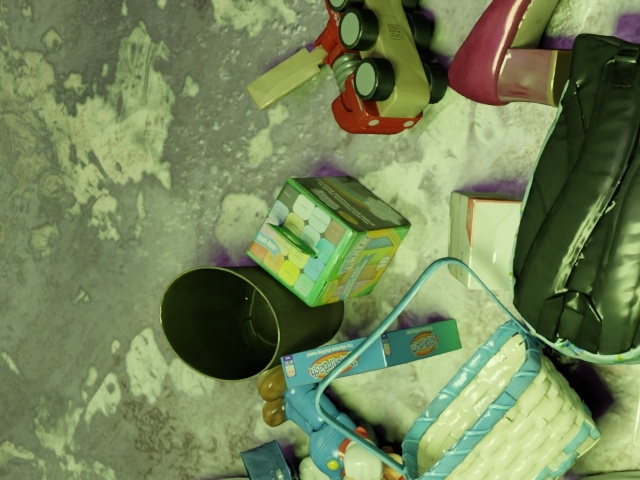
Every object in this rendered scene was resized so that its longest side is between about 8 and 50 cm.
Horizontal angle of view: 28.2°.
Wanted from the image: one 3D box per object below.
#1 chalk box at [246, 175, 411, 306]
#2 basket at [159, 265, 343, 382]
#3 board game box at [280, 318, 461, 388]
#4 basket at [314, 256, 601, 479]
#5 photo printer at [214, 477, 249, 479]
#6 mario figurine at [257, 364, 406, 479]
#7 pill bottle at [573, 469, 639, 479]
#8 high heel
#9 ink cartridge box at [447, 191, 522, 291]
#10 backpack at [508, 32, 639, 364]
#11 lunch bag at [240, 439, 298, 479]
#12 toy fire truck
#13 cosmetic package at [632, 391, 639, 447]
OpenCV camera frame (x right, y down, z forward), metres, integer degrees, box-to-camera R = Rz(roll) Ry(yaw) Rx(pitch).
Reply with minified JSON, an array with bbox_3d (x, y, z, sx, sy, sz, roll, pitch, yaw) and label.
[{"bbox_3d":[0.000,0.000,1.757,0.132,0.213,0.132,40,114,24],"label":"chalk box"},{"bbox_3d":[-0.080,0.105,1.810,0.204,0.227,0.154,13,101,30],"label":"basket"},{"bbox_3d":[0.072,0.152,1.726,0.160,0.210,0.047,-16,84,33],"label":"board game box"},{"bbox_3d":[0.170,0.198,1.557,0.289,0.201,0.255,42,98,-13],"label":"basket"},{"bbox_3d":[-0.109,0.513,1.916,0.256,0.107,0.308,-2,89,33],"label":"photo printer"},{"bbox_3d":[0.022,0.318,1.789,0.320,0.198,0.170,40,102,28],"label":"mario figurine"},{"bbox_3d":[0.395,0.492,1.541,0.224,0.224,0.392,-10,88,33],"label":"pill bottle"},{"bbox_3d":[0.253,-0.359,1.626,0.181,0.127,0.377,15,97,38],"label":"high heel"},{"bbox_3d":[0.211,-0.004,1.671,0.067,0.198,0.115,2,96,-4],"label":"ink cartridge box"},{"bbox_3d":[0.376,-0.022,1.516,0.290,0.273,0.356,23,85,28],"label":"backpack"},{"bbox_3d":[-0.069,0.339,1.842,0.098,0.065,0.067,-125,16,-55],"label":"lunch bag"},{"bbox_3d":[0.027,-0.230,1.771,0.246,0.158,0.217,-44,56,50],"label":"toy fire truck"},{"bbox_3d":[0.462,0.152,1.383,0.153,0.296,0.129,13,101,28],"label":"cosmetic package"}]
